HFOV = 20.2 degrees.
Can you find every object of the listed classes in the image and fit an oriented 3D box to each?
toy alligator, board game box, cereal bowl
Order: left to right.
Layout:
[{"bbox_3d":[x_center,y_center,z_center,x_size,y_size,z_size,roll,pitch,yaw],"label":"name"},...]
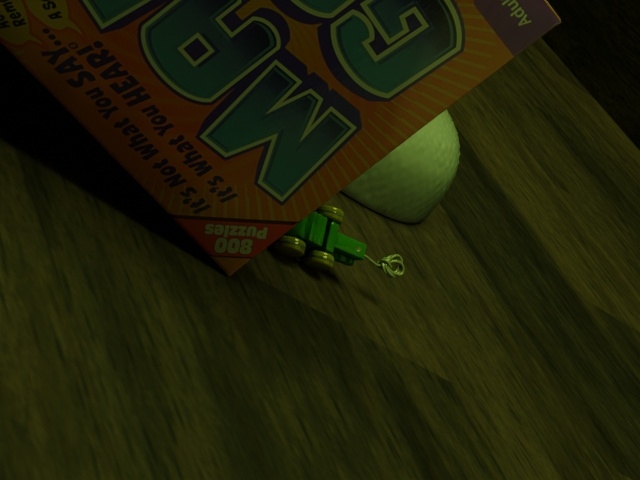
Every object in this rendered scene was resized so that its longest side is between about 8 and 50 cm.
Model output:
[{"bbox_3d":[-0.077,-0.270,1.552,0.356,0.356,0.356,47,10,-31],"label":"board game box"},{"bbox_3d":[0.000,0.000,1.700,0.051,0.056,0.189,-2,-21,45],"label":"toy alligator"},{"bbox_3d":[0.037,-0.179,2.105,0.339,0.141,0.339,37,17,-13],"label":"cereal bowl"}]
